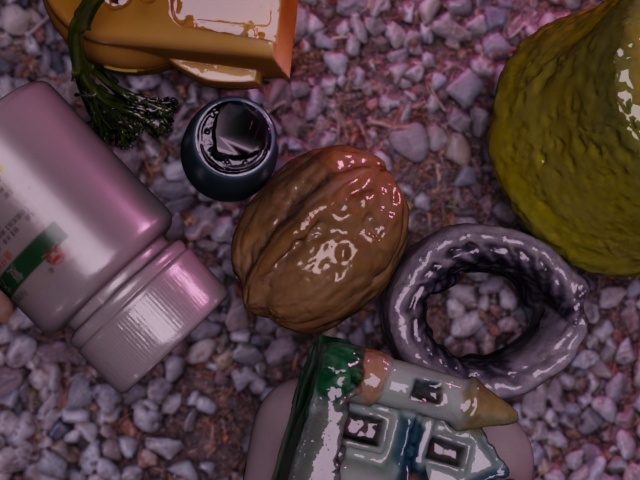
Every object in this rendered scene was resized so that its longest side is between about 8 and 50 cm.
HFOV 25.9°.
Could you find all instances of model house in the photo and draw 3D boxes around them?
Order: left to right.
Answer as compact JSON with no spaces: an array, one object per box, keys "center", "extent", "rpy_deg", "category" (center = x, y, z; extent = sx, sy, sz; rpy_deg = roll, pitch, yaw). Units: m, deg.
[{"center":[0.117,0.271,1.530],"extent":[0.325,0.194,0.267],"rpy_deg":[16,83,-7],"category":"model house"}]

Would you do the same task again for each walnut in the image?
[{"center":[0.000,0.000,1.670],"extent":[0.245,0.198,0.198],"rpy_deg":[-43,92,-7],"category":"walnut"}]

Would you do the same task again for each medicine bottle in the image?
[{"center":[-0.285,0.000,1.629],"extent":[0.208,0.208,0.339],"rpy_deg":[-43,92,-6],"category":"medicine bottle"}]

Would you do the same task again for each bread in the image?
[{"center":[0.399,-0.153,1.647],"extent":[0.348,0.308,0.348],"rpy_deg":[6,71,-16],"category":"bread"}]

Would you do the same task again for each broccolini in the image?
[{"center":[-0.230,-0.195,1.627],"extent":[0.123,0.271,0.062],"rpy_deg":[-9,57,-8],"category":"broccolini"}]

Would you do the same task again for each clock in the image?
[{"center":[-0.184,-0.318,1.677],"extent":[0.317,0.200,0.244],"rpy_deg":[6,83,3],"category":"clock"}]

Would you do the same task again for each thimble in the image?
[{"center":[0.196,0.086,1.702],"extent":[0.246,0.157,0.217],"rpy_deg":[-3,90,-5],"category":"thimble"}]

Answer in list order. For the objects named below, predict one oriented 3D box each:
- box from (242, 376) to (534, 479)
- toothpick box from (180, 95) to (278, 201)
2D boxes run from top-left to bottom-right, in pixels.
[{"center":[0.076,0.323,1.682],"extent":[0.349,0.141,0.288],"rpy_deg":[11,84,-5],"category":"box"},{"center":[-0.107,-0.113,1.666],"extent":[0.120,0.184,0.120],"rpy_deg":[0,86,-7],"category":"toothpick box"}]
